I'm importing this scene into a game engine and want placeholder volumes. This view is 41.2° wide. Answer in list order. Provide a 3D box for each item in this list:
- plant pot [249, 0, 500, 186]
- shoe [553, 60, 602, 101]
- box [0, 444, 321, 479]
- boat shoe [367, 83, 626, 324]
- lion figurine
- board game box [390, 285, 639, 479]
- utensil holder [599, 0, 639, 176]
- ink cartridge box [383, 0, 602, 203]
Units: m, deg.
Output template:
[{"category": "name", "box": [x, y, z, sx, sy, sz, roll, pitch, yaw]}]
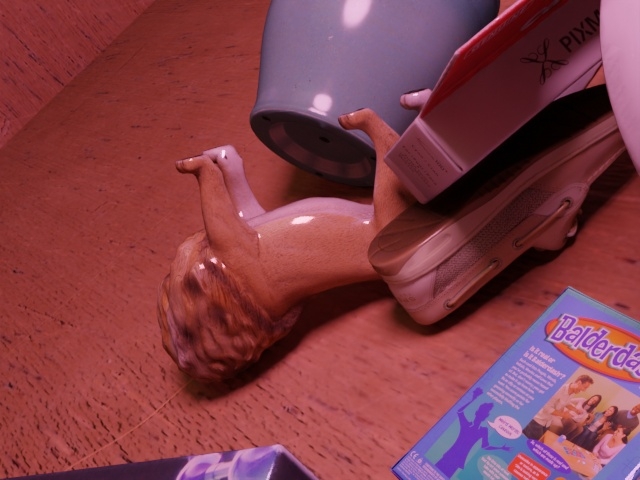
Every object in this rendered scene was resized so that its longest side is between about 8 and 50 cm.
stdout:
[{"category": "plant pot", "box": [0.046, -0.212, 1.021, 0.272, 0.272, 0.255, 5, 68, 47]}, {"category": "shoe", "box": [0.269, -0.210, 0.965, 0.178, 0.063, 0.081, -46, 31, -21]}, {"category": "box", "box": [-0.129, 0.356, 0.510, 0.294, 0.212, 0.395, -16, 38, 32]}, {"category": "boat shoe", "box": [0.190, -0.037, 0.796, 0.302, 0.098, 0.109, -37, 20, -2]}, {"category": "lion figurine", "box": [0.000, 0.000, 0.869, 0.393, 0.240, 0.142, -15, 10, 11]}, {"category": "board game box", "box": [0.176, 0.145, 0.625, 0.210, 0.047, 0.160, -44, 32, -8]}, {"category": "utensil holder", "box": [0.390, -0.143, 0.399, 0.327, 0.328, 0.385, -54, 10, -23]}, {"category": "ink cartridge box", "box": [0.200, -0.165, 0.688, 0.296, 0.066, 0.261, -40, -3, -10]}]
